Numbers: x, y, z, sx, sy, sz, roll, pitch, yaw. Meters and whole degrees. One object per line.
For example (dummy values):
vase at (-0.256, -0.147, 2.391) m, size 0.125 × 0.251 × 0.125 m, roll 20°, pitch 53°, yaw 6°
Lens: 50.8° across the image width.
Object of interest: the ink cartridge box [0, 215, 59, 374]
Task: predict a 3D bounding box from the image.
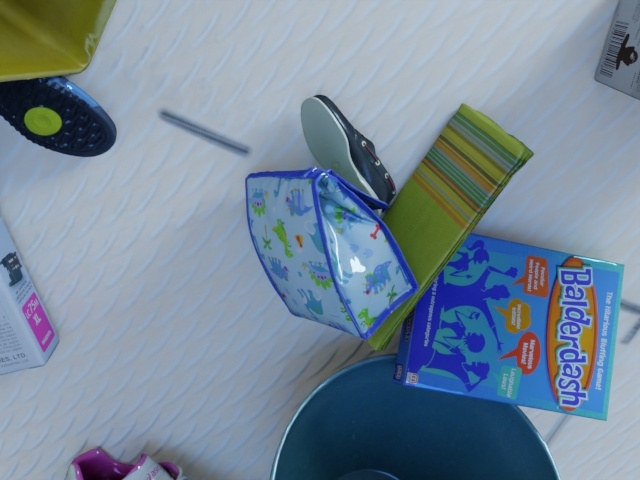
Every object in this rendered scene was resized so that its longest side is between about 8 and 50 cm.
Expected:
ink cartridge box at (-0.406, 0.004, 0.656) m, size 0.186 × 0.065 × 0.311 m, roll -14°, pitch 115°, yaw 4°

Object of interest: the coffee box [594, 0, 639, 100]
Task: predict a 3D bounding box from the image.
coffee box at (0.337, -0.135, 0.519) m, size 0.141 × 0.246 × 0.098 m, roll 8°, pitch 113°, yaw -6°

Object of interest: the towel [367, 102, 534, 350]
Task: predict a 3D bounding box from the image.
towel at (0.099, -0.012, 0.649) m, size 0.021 × 0.102 × 0.237 m, roll 19°, pitch 114°, yaw -36°

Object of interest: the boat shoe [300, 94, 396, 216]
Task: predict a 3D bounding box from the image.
boat shoe at (0.026, -0.083, 0.645) m, size 0.049 × 0.042 × 0.133 m, roll -11°, pitch 118°, yaw 50°

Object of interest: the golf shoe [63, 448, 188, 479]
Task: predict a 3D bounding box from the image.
golf shoe at (-0.162, 0.320, 0.752) m, size 0.306 × 0.115 × 0.140 m, roll 6°, pitch 102°, yaw 11°

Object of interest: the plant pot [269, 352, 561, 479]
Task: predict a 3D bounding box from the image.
plant pot at (0.078, 0.291, 0.704) m, size 0.290 × 0.290 × 0.195 m, roll 11°, pitch 147°, yaw -6°

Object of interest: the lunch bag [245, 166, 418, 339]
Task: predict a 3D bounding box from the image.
lunch bag at (0.000, 0.000, 0.622) m, size 0.096 × 0.129 × 0.151 m, roll -42°, pitch 115°, yaw -25°

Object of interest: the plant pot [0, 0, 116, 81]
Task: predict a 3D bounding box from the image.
plant pot at (-0.259, -0.256, 0.482) m, size 0.187 × 0.212 × 0.212 m, roll 31°, pitch 109°, yaw -1°

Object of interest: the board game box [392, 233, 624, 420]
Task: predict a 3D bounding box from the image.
board game box at (0.190, 0.083, 0.678) m, size 0.210 × 0.047 × 0.160 m, roll 11°, pitch 81°, yaw -7°

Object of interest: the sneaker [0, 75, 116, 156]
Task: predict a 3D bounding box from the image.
sneaker at (-0.275, -0.148, 0.596) m, size 0.209 × 0.082 × 0.069 m, roll 26°, pitch 122°, yaw -33°
